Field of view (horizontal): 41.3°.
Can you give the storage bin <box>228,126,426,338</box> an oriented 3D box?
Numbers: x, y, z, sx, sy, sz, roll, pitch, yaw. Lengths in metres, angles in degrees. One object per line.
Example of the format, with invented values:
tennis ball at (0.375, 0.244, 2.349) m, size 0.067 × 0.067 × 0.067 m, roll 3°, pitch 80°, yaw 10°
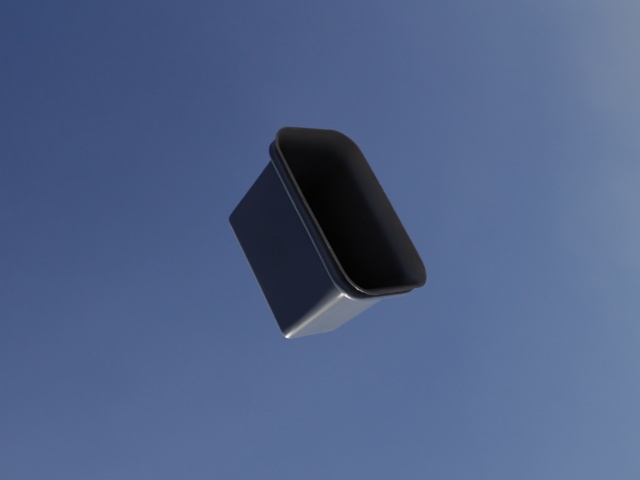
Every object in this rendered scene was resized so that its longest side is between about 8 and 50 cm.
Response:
storage bin at (0.000, 0.000, 0.607) m, size 0.098 × 0.091 × 0.135 m, roll -5°, pitch -119°, yaw -46°
